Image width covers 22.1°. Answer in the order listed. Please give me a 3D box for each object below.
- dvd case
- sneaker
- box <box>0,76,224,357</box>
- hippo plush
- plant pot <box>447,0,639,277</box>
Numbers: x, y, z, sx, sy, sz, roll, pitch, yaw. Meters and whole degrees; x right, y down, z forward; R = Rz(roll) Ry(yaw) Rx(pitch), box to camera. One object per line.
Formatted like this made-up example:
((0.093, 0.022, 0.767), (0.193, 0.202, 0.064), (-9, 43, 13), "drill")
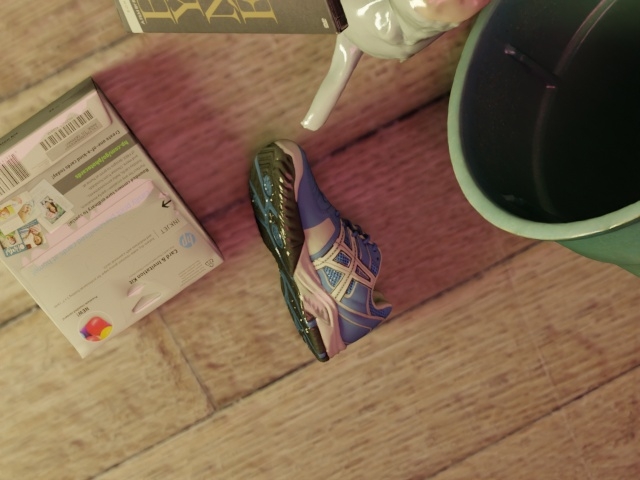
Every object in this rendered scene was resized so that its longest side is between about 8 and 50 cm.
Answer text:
((-0.091, -0.221, 1.161), (0.018, 0.221, 0.164), (-43, 125, -35), "dvd case")
((0.000, 0.000, 1.357), (0.081, 0.080, 0.211), (-25, 128, -11), "sneaker")
((-0.187, -0.016, 1.312), (0.145, 0.038, 0.186), (-35, 117, 2), "box")
((0.053, -0.271, 1.193), (0.234, 0.294, 0.236), (-40, 95, -24), "hippo plush")
((0.337, -0.083, 1.285), (0.334, 0.341, 0.341), (31, 102, -34), "plant pot")
